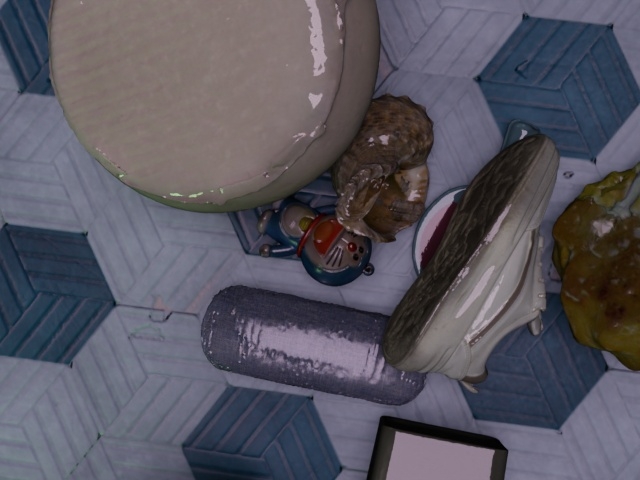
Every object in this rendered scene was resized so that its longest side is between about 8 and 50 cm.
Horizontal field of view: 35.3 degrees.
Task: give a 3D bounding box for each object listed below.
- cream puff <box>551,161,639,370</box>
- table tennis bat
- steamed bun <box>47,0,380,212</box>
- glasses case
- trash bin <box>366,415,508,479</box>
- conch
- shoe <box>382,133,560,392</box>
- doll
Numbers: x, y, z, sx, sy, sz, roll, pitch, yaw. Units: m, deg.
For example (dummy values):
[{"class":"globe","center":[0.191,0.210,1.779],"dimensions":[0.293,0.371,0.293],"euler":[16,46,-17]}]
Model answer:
[{"class":"cream puff","center":[0.403,0.023,1.153],"dimensions":[0.282,0.185,0.282],"euler":[-21,54,31]},{"class":"table tennis bat","center":[0.205,-0.029,1.226],"dimensions":[0.153,0.040,0.244],"euler":[22,95,1]},{"class":"steamed bun","center":[-0.108,-0.218,1.131],"dimensions":[0.374,0.241,0.374],"euler":[3,100,16]},{"class":"glasses case","center":[-0.006,0.127,1.219],"dimensions":[0.282,0.067,0.109],"euler":[11,84,4]},{"class":"trash bin","center":[0.125,0.344,1.189],"dimensions":[0.164,0.122,0.240],"euler":[12,89,3]},{"class":"conch","center":[0.076,-0.077,1.177],"dimensions":[0.155,0.207,0.130],"euler":[42,132,-19]},{"class":"shoe","center":[0.212,0.042,1.161],"dimensions":[0.159,0.124,0.316],"euler":[35,92,-17]},{"class":"doll","center":[0.000,0.000,1.212],"dimensions":[0.152,0.085,0.114],"euler":[33,73,13]}]
